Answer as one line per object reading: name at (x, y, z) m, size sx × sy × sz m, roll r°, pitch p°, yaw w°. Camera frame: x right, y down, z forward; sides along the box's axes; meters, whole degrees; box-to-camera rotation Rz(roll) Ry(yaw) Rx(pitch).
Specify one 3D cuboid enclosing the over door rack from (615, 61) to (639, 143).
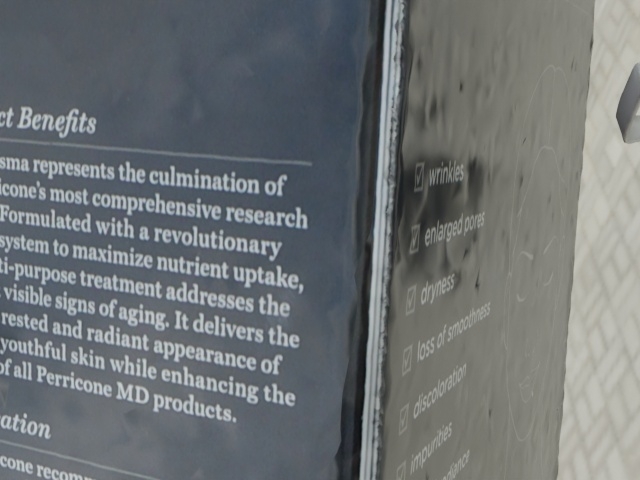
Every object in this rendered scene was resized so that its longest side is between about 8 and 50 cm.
over door rack at (0.330, -0.041, 0.457) m, size 0.108 × 0.324 × 0.239 m, roll 53°, pitch -155°, yaw -53°

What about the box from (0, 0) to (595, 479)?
box at (0.000, 0.000, 0.681) m, size 0.480 × 0.297 × 0.471 m, roll -13°, pitch -71°, yaw -64°
